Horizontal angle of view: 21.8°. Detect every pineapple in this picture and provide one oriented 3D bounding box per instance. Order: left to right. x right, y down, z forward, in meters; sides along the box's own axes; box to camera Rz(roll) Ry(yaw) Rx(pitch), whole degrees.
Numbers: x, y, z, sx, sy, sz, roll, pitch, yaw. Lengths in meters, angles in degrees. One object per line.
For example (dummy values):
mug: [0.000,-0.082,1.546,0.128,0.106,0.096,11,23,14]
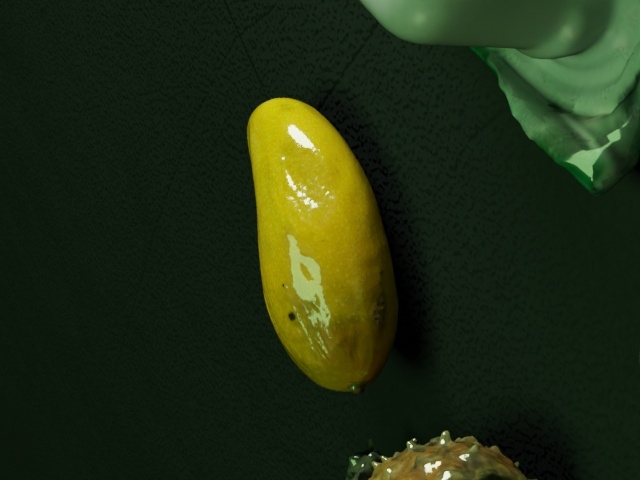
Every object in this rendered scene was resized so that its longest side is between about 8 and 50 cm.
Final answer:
pineapple: [0.054,0.150,0.916,0.197,0.108,0.108,-167,66,-74]

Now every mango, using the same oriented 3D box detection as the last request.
mango: [0.000,0.000,0.978,0.098,0.075,0.190,-38,61,57]

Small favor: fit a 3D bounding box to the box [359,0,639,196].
box: [0.058,-0.218,0.704,0.264,0.106,0.337,52,147,41]
